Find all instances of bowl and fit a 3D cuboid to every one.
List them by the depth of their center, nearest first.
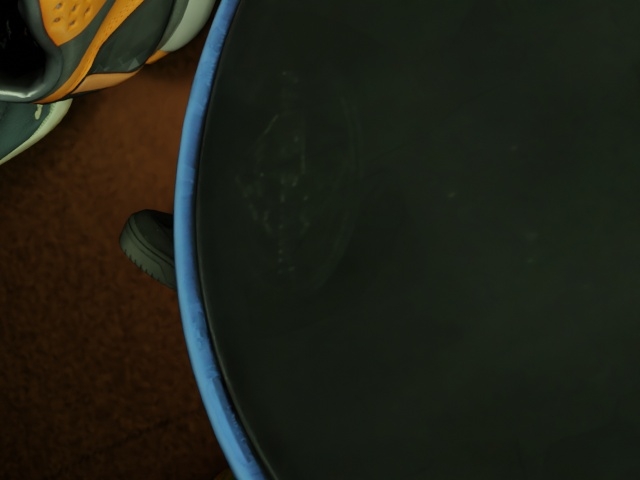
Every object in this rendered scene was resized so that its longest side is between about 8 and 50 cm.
[{"bbox_3d":[0.119,-0.028,0.379,0.391,0.077,0.391,-8,73,27],"label":"bowl"}]

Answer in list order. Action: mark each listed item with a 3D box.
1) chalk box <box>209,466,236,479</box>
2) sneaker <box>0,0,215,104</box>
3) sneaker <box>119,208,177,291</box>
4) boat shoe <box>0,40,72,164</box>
[{"bbox_3d":[-0.046,0.191,0.526,0.213,0.132,0.132,-36,89,18],"label":"chalk box"},{"bbox_3d":[-0.093,-0.200,0.416,0.125,0.180,0.321,8,113,14],"label":"sneaker"},{"bbox_3d":[-0.001,0.001,0.522,0.170,0.051,0.089,26,106,5],"label":"sneaker"},{"bbox_3d":[-0.232,-0.025,0.566,0.255,0.079,0.095,-28,92,19],"label":"boat shoe"}]
